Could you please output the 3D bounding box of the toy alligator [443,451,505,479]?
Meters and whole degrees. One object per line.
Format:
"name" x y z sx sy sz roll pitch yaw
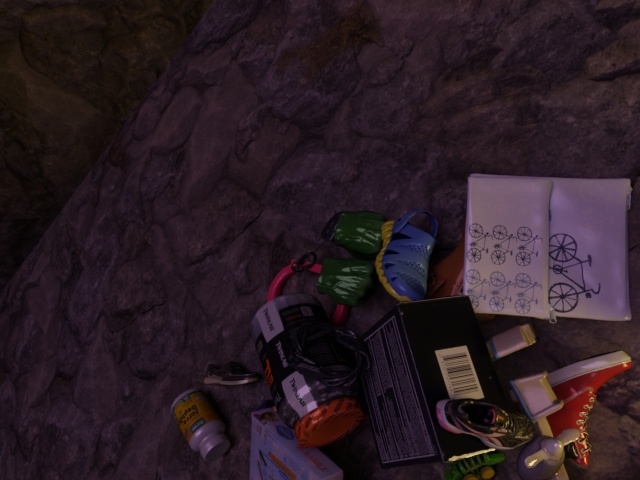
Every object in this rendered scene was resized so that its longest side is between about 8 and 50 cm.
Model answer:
"toy alligator" 0.307 0.498 1.021 0.189 0.051 0.056 -28 28 8

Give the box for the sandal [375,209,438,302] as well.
"sandal" 0.217 0.026 1.127 0.138 0.126 0.317 -37 27 31

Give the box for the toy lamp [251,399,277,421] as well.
"toy lamp" -0.079 0.455 1.317 0.274 0.080 0.080 -31 60 21

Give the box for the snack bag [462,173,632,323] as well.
"snack bag" 0.486 0.012 1.010 0.342 0.037 0.323 4 78 13

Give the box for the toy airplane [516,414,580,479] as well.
"toy airplane" 0.427 0.527 0.767 0.386 0.272 0.384 21 95 67

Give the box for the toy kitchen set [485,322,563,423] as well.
"toy kitchen set" 0.403 0.271 0.962 0.122 0.207 0.166 -33 68 23

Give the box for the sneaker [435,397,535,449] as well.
"sneaker" 0.294 0.313 0.807 0.077 0.178 0.072 121 158 -58

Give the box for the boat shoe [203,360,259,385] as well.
"boat shoe" -0.283 0.414 1.467 0.223 0.080 0.073 -13 73 36

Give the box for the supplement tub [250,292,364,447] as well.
"supplement tub" -0.035 0.313 1.165 0.207 0.207 0.338 -44 47 16

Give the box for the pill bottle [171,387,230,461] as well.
"pill bottle" -0.368 0.571 1.454 0.208 0.117 0.118 41 101 36

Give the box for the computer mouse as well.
"computer mouse" 0.000 0.000 1.383 0.242 0.041 0.071 -47 47 -6

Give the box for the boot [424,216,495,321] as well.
"boot" 0.310 0.074 1.159 0.220 0.109 0.283 -14 68 41

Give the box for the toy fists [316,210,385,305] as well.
"toy fists" 0.100 0.046 1.284 0.142 0.096 0.279 10 67 28

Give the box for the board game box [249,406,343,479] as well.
"board game box" -0.074 0.632 1.155 0.318 0.066 0.318 17 106 52

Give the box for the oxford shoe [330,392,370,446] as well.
"oxford shoe" 0.070 0.470 1.216 0.271 0.097 0.098 -18 103 21

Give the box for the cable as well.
"cable" 0.025 0.253 1.059 0.184 0.047 0.150 12 40 13

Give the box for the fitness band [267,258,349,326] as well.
"fitness band" -0.038 0.170 1.393 0.290 0.054 0.209 11 85 38

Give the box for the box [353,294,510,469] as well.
"box" 0.221 0.309 1.006 0.294 0.182 0.296 121 141 -58

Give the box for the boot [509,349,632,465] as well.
"boot" 0.526 0.334 0.928 0.244 0.088 0.176 -39 58 28
